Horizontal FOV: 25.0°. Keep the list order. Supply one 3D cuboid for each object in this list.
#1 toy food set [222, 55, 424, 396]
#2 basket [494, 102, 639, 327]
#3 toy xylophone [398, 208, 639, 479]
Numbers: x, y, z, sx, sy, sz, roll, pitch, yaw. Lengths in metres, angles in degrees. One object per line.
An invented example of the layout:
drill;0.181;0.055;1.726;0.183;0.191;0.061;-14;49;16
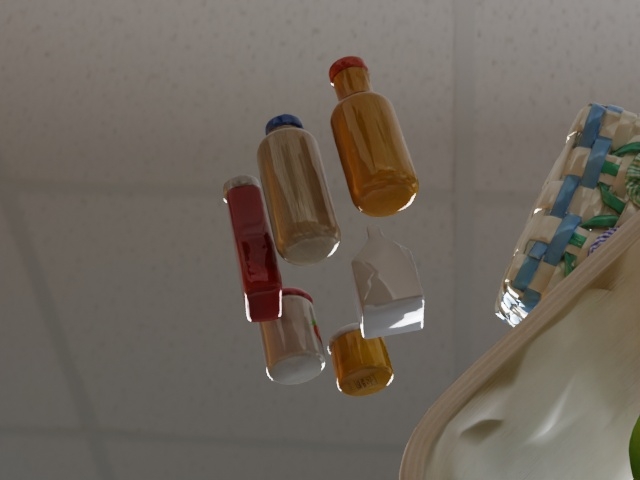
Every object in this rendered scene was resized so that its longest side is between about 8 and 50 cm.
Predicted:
toy food set;0.000;0.000;0.916;0.111;0.104;0.232;-10;-36;-5
basket;0.303;0.037;1.170;0.289;0.254;0.201;24;-14;5
toy xylophone;0.159;0.055;0.495;0.081;0.322;0.236;36;-11;40
